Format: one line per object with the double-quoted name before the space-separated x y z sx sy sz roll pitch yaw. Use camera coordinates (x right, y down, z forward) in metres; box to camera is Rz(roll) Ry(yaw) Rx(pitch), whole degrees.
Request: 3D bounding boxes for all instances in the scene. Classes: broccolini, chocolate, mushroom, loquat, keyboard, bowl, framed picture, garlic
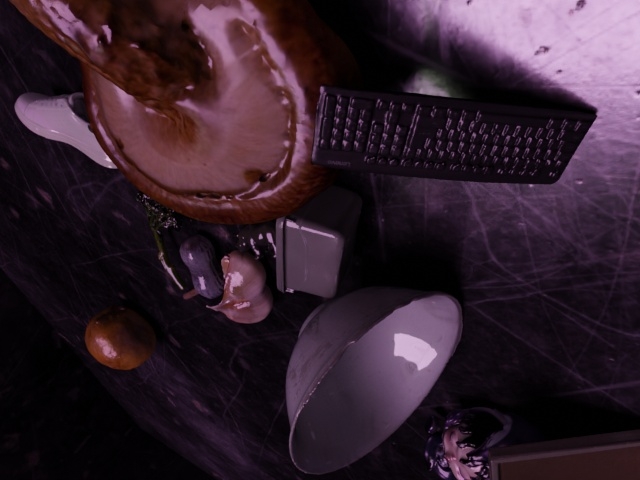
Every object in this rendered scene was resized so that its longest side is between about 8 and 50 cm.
"broccolini" -0.320 0.008 0.913 0.123 0.062 0.271 28 137 39
"chocolate" -0.249 0.060 0.897 0.072 0.072 0.166 15 132 29
"mushroom" -0.137 -0.158 0.437 0.346 0.259 0.344 12 123 19
"loquat" -0.676 0.335 1.414 0.239 0.193 0.238 27 136 29
"keyboard" 0.119 -0.091 0.388 0.251 0.017 0.087 4 133 -7
"bowl" 0.052 0.169 0.619 0.146 0.314 0.313 41 149 42
"framed picture" 0.384 0.394 0.640 0.241 0.020 0.323 -13 124 9
"garlic" -0.157 0.094 0.839 0.124 0.099 0.174 12 135 11

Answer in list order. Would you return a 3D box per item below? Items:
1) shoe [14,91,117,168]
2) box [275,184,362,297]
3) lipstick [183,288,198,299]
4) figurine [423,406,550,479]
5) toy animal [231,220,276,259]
"shoe" -0.457 -0.238 0.776 0.265 0.095 0.110 28 134 7
"box" 0.000 0.000 0.603 0.093 0.123 0.172 18 138 12
"lipstick" -0.331 0.136 1.078 0.019 0.019 0.094 50 140 -11
"figurine" 0.282 0.360 0.708 0.145 0.145 0.222 39 147 2
"toy animal" -0.112 -0.002 0.746 0.136 0.047 0.064 -8 116 45
